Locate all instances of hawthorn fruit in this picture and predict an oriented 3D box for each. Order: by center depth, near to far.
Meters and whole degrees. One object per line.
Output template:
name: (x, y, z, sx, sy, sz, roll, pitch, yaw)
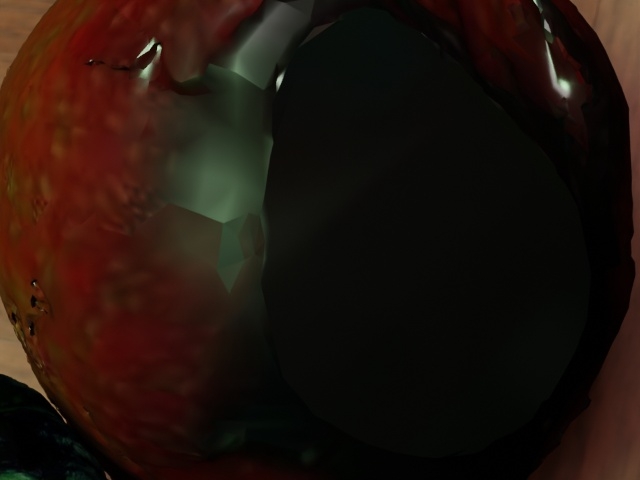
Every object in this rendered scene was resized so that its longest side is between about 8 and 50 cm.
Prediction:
hawthorn fruit: (-0.003, -0.017, 0.807, 0.316, 0.316, 0.316, -7, 62, 14)

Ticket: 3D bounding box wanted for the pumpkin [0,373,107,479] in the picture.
pumpkin: (-0.168, 0.135, 0.725, 0.202, 0.140, 0.202, -6, 56, 9)
